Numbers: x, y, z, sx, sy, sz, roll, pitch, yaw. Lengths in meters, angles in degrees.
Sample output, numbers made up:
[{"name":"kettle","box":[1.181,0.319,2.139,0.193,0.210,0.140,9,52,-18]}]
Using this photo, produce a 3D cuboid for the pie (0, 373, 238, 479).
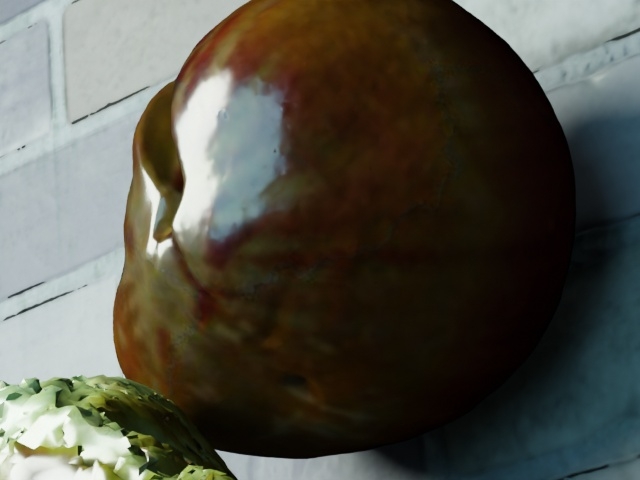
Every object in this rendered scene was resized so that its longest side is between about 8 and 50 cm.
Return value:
[{"name":"pie","box":[-0.015,0.231,0.716,0.180,0.395,0.418,-26,11,0]}]

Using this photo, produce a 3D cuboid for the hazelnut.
[{"name":"hazelnut","box":[0.000,0.000,0.901,0.251,0.217,0.217,-56,46,36]}]
